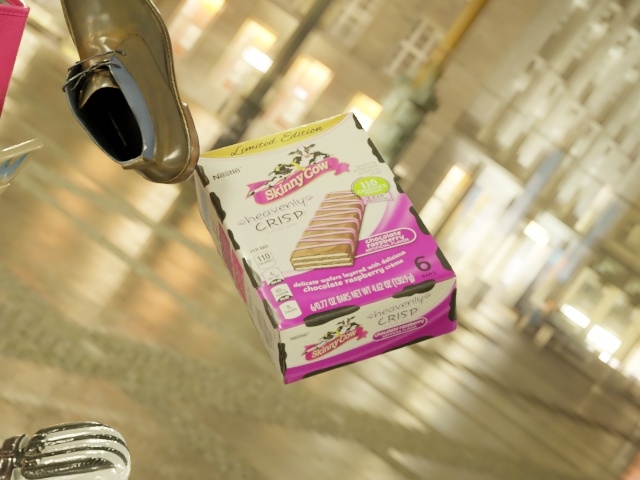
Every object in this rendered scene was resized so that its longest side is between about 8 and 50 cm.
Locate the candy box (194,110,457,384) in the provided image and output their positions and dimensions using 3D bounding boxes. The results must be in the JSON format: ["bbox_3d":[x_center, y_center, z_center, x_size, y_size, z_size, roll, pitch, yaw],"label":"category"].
[{"bbox_3d":[0.000,0.000,1.469,0.233,0.159,0.071,-120,-161,-44],"label":"candy box"}]

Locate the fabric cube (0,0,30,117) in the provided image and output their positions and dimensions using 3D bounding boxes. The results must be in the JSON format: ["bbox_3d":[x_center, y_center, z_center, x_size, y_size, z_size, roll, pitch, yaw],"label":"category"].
[{"bbox_3d":[-0.448,-0.142,1.524,0.254,0.258,0.259,0,26,-39],"label":"fabric cube"}]

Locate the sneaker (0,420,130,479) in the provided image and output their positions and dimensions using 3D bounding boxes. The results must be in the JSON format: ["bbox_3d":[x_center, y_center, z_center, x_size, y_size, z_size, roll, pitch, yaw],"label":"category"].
[{"bbox_3d":[-0.277,0.247,1.373,0.106,0.281,0.163,-79,160,-63],"label":"sneaker"}]

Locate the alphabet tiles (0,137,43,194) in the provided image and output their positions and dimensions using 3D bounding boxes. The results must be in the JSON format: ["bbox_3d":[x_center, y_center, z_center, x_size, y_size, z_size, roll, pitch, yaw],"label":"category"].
[{"bbox_3d":[-0.283,0.028,0.963,0.009,0.198,0.237,53,36,6],"label":"alphabet tiles"}]

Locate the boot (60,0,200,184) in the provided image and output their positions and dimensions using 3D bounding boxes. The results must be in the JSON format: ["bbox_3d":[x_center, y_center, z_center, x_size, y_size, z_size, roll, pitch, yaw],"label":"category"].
[{"bbox_3d":[-0.170,-0.149,1.413,0.219,0.082,0.106,64,13,3],"label":"boot"}]
